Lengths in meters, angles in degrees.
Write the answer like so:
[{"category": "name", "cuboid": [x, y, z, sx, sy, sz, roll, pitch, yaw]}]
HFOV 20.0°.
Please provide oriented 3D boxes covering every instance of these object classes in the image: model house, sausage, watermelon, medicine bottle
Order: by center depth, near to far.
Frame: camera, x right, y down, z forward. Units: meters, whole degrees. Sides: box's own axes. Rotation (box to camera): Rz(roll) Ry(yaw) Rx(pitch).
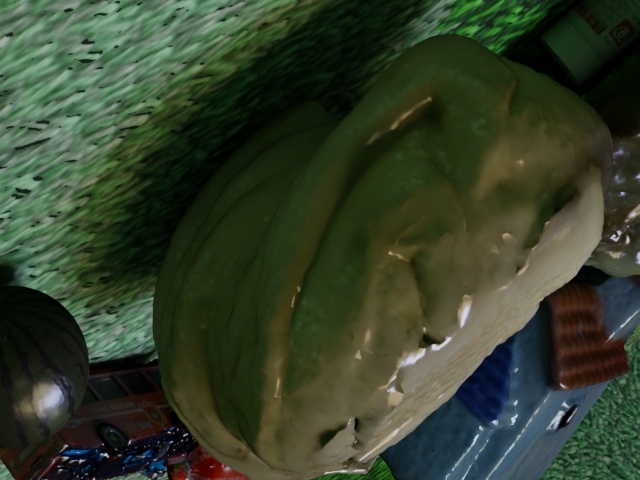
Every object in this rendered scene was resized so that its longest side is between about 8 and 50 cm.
[{"category": "watermelon", "cuboid": [-0.204, 0.074, 1.178, 0.105, 0.105, 0.133, -32, 143, -23]}, {"category": "medicine bottle", "cuboid": [0.235, -0.179, 1.526, 0.089, 0.057, 0.057, -39, 165, 6]}, {"category": "model house", "cuboid": [0.207, 0.087, 1.915, 0.329, 0.252, 0.295, -48, 160, 22]}, {"category": "sausage", "cuboid": [-0.099, 0.243, 1.958, 0.074, 0.074, 0.274, -41, 164, 11]}]

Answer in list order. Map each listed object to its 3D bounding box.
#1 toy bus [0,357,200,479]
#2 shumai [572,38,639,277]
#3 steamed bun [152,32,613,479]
[{"category": "toy bus", "cuboid": [-0.171, 0.149, 1.471, 0.073, 0.096, 0.235, -45, 163, 21]}, {"category": "shumai", "cuboid": [0.364, -0.048, 1.609, 0.397, 0.323, 0.324, -40, -176, 29]}, {"category": "steamed bun", "cuboid": [0.030, 0.016, 1.290, 0.325, 0.230, 0.372, -34, 166, -19]}]
